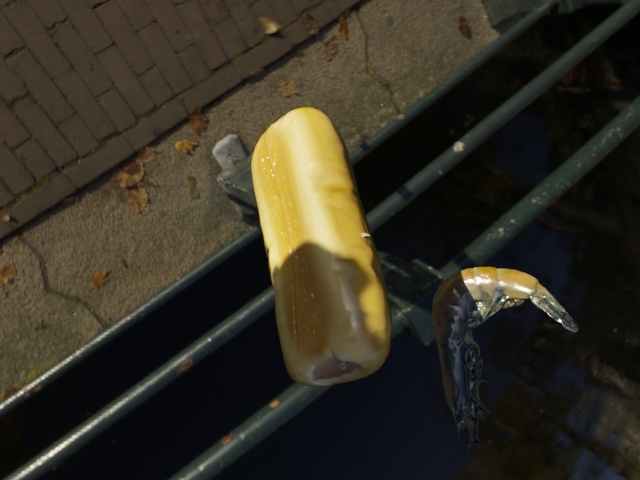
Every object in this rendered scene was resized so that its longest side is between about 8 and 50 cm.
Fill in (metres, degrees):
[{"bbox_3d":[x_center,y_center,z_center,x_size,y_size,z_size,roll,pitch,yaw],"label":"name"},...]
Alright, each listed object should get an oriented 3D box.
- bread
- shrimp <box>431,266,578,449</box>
[{"bbox_3d":[0.000,0.000,0.604,0.091,0.306,0.142,12,146,-40],"label":"bread"},{"bbox_3d":[0.258,0.167,0.777,0.051,0.197,0.262,4,81,-60],"label":"shrimp"}]
